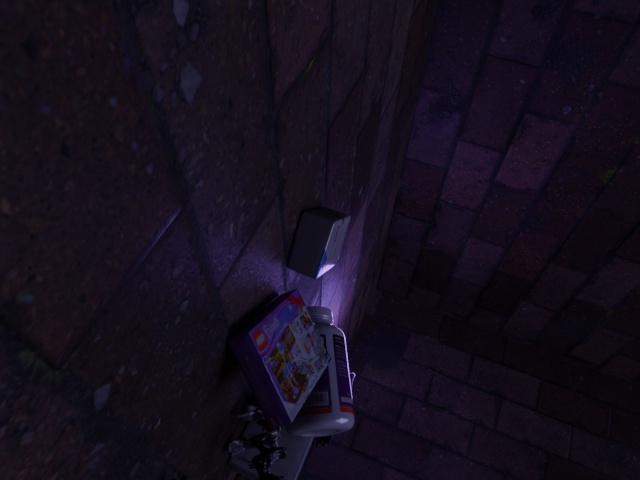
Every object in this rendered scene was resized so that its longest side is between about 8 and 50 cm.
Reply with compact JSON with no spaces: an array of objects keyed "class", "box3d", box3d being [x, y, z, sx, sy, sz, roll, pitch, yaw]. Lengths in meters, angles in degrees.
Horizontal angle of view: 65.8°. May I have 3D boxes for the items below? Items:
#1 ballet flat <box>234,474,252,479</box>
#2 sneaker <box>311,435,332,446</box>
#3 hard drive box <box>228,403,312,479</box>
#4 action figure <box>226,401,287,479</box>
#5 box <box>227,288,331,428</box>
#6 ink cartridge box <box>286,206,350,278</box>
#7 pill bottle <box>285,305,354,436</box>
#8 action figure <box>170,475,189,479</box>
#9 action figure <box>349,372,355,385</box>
[{"class":"ballet flat","box3d":[-0.200,0.731,1.530,0.221,0.079,0.077,31,78,-78]},{"class":"sneaker","box3d":[-0.002,0.596,1.696,0.135,0.098,0.276,-97,-170,-52]},{"class":"hard drive box","box3d":[-0.118,0.548,1.370,0.089,0.181,0.232,96,19,-54]},{"class":"action figure","box3d":[-0.155,0.464,1.205,0.275,0.141,0.164,-116,-149,-70]},{"class":"box","box3d":[-0.078,0.246,1.103,0.201,0.057,0.293,65,20,-4]},{"class":"ink cartridge box","box3d":[0.000,0.000,1.266,0.203,0.086,0.148,-25,134,-74]},{"class":"pill bottle","box3d":[-0.014,0.351,1.338,0.181,0.182,0.323,87,-2,-61]},{"class":"action figure","box3d":[-0.265,0.638,0.908,0.330,0.178,0.341,-60,140,-23]},{"class":"action figure","box3d":[0.022,0.615,1.908,0.248,0.276,0.370,-56,145,-56]}]
